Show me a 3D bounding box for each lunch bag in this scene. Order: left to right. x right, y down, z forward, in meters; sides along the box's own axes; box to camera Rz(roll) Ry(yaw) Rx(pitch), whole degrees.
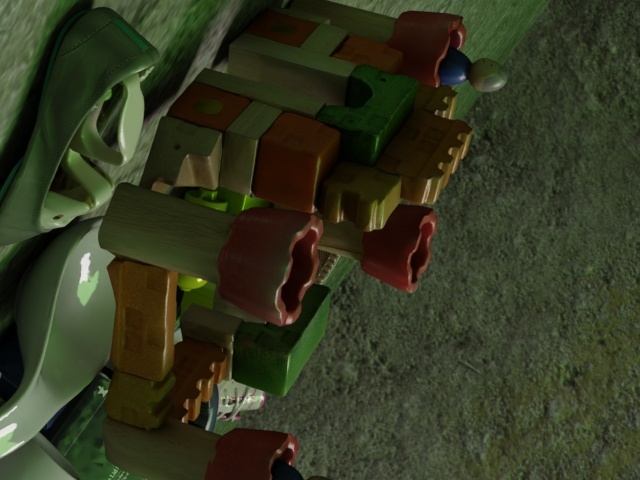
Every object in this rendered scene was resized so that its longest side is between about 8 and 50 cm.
[{"bbox_3d":[-0.230,0.107,1.345,0.065,0.067,0.098,-52,176,-20],"label":"lunch bag"}]

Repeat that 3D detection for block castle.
[{"bbox_3d":[0.000,0.000,1.388,0.453,0.212,0.303,-54,156,-52],"label":"block castle"}]

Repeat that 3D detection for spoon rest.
[{"bbox_3d":[-0.213,0.085,1.213,0.276,0.084,0.137,-47,145,-44],"label":"spoon rest"}]

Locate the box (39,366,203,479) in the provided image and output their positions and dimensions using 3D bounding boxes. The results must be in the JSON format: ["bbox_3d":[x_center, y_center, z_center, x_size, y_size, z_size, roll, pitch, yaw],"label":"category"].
[{"bbox_3d":[-0.231,0.254,1.510,0.261,0.184,0.103,-54,-145,-4],"label":"box"}]

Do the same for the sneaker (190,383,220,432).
[{"bbox_3d":[-0.190,0.271,1.728,0.319,0.112,0.131,-60,176,10],"label":"sneaker"}]

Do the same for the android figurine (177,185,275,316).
[{"bbox_3d":[-0.073,-0.005,1.646,0.248,0.056,0.273,-21,129,-64],"label":"android figurine"}]

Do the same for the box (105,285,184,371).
[{"bbox_3d":[-0.155,0.074,1.774,0.322,0.058,0.232,-50,172,-43],"label":"box"}]

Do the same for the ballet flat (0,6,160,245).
[{"bbox_3d":[-0.158,-0.055,1.048,0.072,0.068,0.213,-48,171,-48],"label":"ballet flat"}]

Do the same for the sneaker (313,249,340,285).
[{"bbox_3d":[-0.065,0.078,2.255,0.282,0.099,0.153,-49,169,4],"label":"sneaker"}]

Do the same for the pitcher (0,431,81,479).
[{"bbox_3d":[-0.302,0.238,1.352,0.207,0.125,0.178,-44,-167,-5],"label":"pitcher"}]

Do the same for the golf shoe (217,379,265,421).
[{"bbox_3d":[-0.144,0.179,2.039,0.306,0.140,0.115,-45,169,-52],"label":"golf shoe"}]
